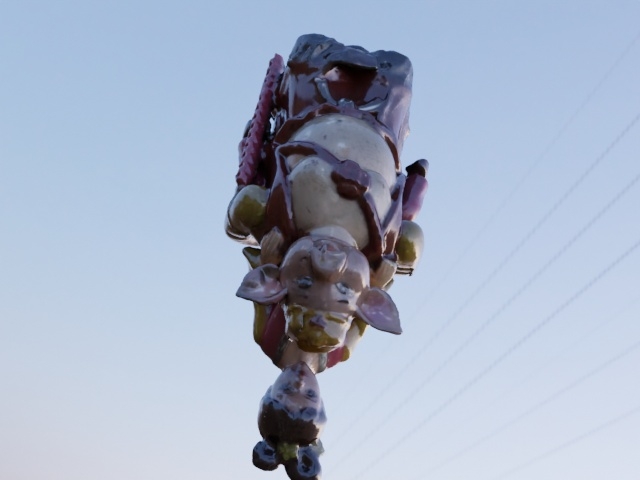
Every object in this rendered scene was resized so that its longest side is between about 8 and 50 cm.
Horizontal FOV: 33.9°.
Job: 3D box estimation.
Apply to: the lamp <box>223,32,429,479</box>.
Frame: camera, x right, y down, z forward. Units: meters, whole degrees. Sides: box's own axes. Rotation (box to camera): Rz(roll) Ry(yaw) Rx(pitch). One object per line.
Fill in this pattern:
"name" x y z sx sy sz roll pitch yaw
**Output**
"lamp" 0.000 0.000 0.586 0.118 0.253 0.118 7 -38 6
